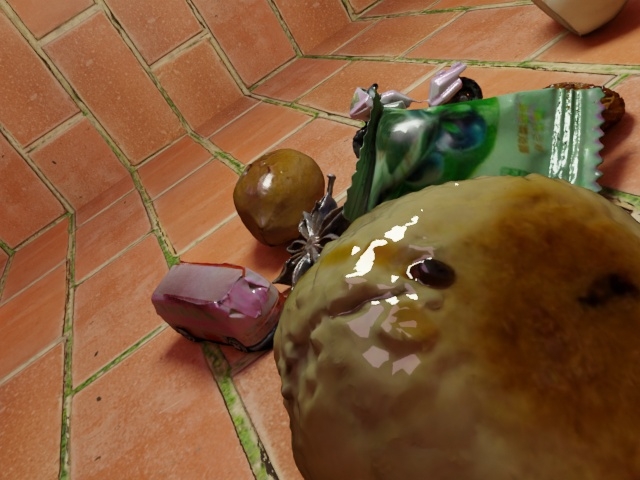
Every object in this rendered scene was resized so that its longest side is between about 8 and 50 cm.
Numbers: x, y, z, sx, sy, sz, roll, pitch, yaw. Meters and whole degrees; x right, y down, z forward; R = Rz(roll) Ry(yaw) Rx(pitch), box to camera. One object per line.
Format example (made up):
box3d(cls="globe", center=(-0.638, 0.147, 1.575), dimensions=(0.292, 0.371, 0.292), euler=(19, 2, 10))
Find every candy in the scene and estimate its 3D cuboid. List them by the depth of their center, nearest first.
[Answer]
box3d(cls="candy", center=(0.255, -0.137, 0.997), dimensions=(0.398, 0.172, 0.263), euler=(-1, 72, 27))

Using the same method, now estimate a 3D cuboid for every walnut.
box3d(cls="walnut", center=(-0.097, -0.101, 1.362), dimensions=(0.203, 0.203, 0.298), euler=(-22, 20, 20))

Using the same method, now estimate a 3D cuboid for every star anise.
box3d(cls="star anise", center=(0.000, 0.000, 1.166), dimensions=(0.230, 0.081, 0.262), euler=(-16, 51, 62))

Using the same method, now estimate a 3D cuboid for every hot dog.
box3d(cls="hot dog", center=(0.433, -0.214, 1.085), dimensions=(0.227, 0.099, 0.160), euler=(-28, 30, 3))

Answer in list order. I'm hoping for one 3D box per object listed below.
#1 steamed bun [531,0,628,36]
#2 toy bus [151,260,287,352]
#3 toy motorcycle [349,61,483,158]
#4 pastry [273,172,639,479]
box3d(cls="steamed bun", center=(0.580, -0.637, 1.392), dimensions=(0.206, 0.324, 0.324), euler=(-51, 18, 26))
box3d(cls="toy bus", center=(-0.198, 0.123, 1.156), dimensions=(0.303, 0.147, 0.127), euler=(-1, 46, 49))
box3d(cls="toy motorcycle", center=(0.205, -0.313, 1.399), dimensions=(0.327, 0.188, 0.143), euler=(-26, 20, 14))
box3d(cls="pastry", center=(0.148, 0.131, 0.542), dimensions=(0.388, 0.312, 0.388), euler=(4, 57, -6))
